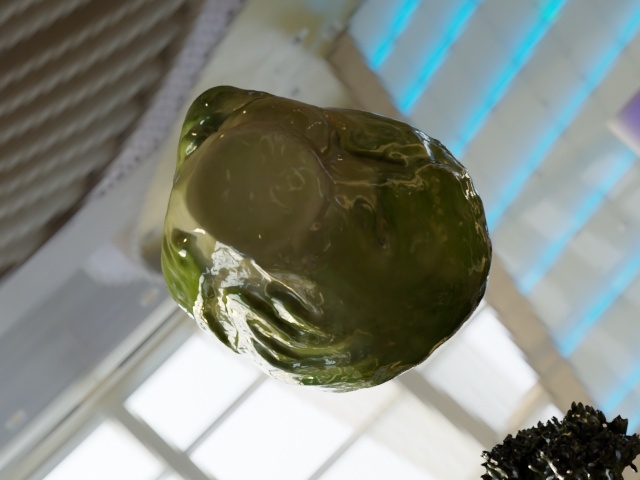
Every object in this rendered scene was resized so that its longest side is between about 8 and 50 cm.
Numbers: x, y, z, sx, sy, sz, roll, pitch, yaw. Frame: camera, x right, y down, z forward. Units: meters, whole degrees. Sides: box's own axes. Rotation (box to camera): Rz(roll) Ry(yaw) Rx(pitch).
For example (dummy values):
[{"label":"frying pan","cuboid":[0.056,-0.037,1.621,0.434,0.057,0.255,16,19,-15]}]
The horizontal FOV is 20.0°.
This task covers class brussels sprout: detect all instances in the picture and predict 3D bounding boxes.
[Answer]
[{"label":"brussels sprout","cuboid":[0.001,0.004,0.773,0.155,0.155,0.118,46,-126,-78]}]

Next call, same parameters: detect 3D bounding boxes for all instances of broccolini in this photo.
[{"label":"broccolini","cuboid":[0.127,0.175,0.881,0.058,0.074,0.201,-23,-68,-35]}]
